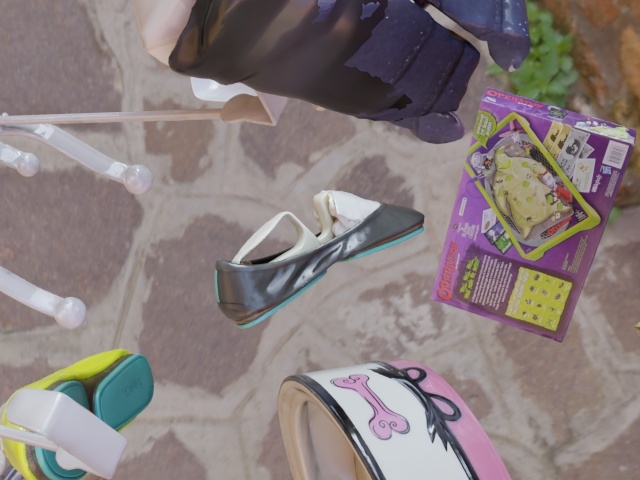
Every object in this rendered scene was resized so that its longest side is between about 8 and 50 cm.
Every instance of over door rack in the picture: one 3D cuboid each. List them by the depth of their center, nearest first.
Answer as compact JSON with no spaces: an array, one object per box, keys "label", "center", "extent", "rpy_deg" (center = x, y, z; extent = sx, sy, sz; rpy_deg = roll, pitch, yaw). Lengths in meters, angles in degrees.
[{"label":"over door rack","center":[-0.164,0.023,0.652],"extent":[0.108,0.324,0.239],"rpy_deg":[40,61,-34]}]

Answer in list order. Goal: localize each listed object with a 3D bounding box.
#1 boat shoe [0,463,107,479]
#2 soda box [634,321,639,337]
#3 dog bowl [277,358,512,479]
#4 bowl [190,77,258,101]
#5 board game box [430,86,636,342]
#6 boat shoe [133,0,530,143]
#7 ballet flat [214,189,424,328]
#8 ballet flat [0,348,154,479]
[{"label":"boat shoe","center":[-0.327,0.315,1.030],"extent":[0.092,0.103,0.285],"rpy_deg":[36,86,28]},{"label":"soda box","center":[0.462,0.078,1.261],"extent":[0.181,0.058,0.061],"rpy_deg":[-35,102,-22]},{"label":"dog bowl","center":[0.102,0.321,1.241],"extent":[0.150,0.408,0.408],"rpy_deg":[-22,77,-18]},{"label":"bowl","center":[-0.123,-0.271,1.519],"extent":[0.053,0.142,0.142],"rpy_deg":[-15,105,-48]},{"label":"board game box","center":[0.288,-0.028,1.482],"extent":[0.208,0.347,0.056],"rpy_deg":[16,37,8]},{"label":"boat shoe","center":[-0.012,-0.178,0.534],"extent":[0.158,0.127,0.340],"rpy_deg":[17,41,-29]},{"label":"ballet flat","center":[0.000,0.000,1.216],"extent":[0.280,0.095,0.096],"rpy_deg":[-28,101,-27]},{"label":"ballet flat","center":[-0.191,0.130,0.773],"extent":[0.077,0.231,0.077],"rpy_deg":[-7,95,10]}]
